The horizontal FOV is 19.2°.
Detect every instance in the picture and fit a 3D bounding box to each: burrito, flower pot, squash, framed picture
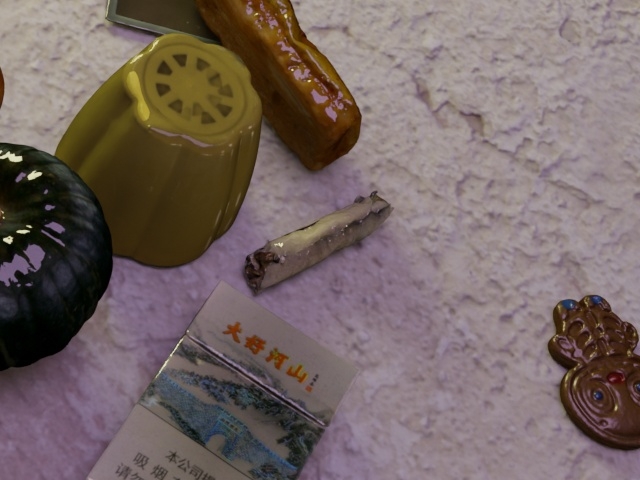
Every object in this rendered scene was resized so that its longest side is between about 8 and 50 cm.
[{"bbox_3d":[0.000,0.000,1.927,0.185,0.041,0.045,-25,32,-30],"label":"burrito"},{"bbox_3d":[-0.147,-0.100,1.840,0.195,0.179,0.195,11,56,-17],"label":"flower pot"},{"bbox_3d":[-0.292,0.014,1.719,0.218,0.172,0.218,11,56,-16],"label":"squash"},{"bbox_3d":[-0.136,-0.269,2.042,0.183,0.011,0.142,13,58,-14],"label":"framed picture"}]

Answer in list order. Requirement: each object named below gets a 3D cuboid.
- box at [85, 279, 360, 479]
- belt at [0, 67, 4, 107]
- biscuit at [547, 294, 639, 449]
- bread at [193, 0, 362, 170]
[{"bbox_3d":[-0.094,0.183,1.765,0.164,0.069,0.256,34,55,-1],"label":"box"},{"bbox_3d":[-0.434,-0.122,1.783,0.261,0.105,0.184,-1,64,-23],"label":"belt"},{"bbox_3d":[0.298,0.136,1.974,0.124,0.026,0.175,-10,66,-27],"label":"biscuit"},{"bbox_3d":[-0.048,-0.207,1.955,0.077,0.139,0.271,-29,78,-17],"label":"bread"}]
